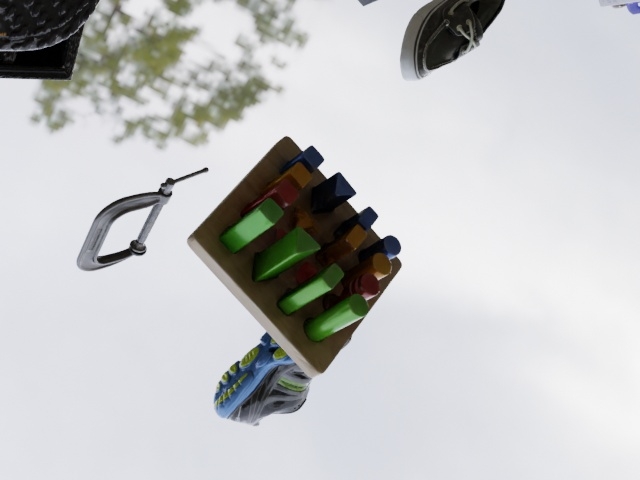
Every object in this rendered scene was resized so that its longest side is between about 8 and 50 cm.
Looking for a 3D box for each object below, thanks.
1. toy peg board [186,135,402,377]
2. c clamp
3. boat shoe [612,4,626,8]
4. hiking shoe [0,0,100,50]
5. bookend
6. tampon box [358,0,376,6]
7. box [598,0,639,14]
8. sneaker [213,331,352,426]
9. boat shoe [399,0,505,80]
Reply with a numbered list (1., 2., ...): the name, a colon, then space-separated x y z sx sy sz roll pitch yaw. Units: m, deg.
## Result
1. toy peg board: 0.000 0.000 1.251 0.161 0.079 0.161 48 -132 -9
2. c clamp: -0.210 -0.017 1.688 0.137 0.161 0.022 -15 -117 -42
3. boat shoe: 0.419 -0.429 1.962 0.095 0.257 0.095 -21 -118 -31
4. hiking shoe: -0.301 -0.207 1.284 0.226 0.086 0.114 -28 -139 -24
5. bookend: -0.326 -0.254 1.536 0.156 0.157 0.072 -3 -150 -43
6. tampon box: 0.084 -0.326 1.439 0.101 0.161 0.120 43 -126 -28
7. box: 0.278 -0.277 1.392 0.028 0.136 0.081 -23 -169 -15
8. sneaker: -0.034 0.137 1.569 0.078 0.188 0.067 31 -148 -32
9. boat shoe: 0.172 -0.274 1.887 0.070 0.078 0.219 10 -138 29
